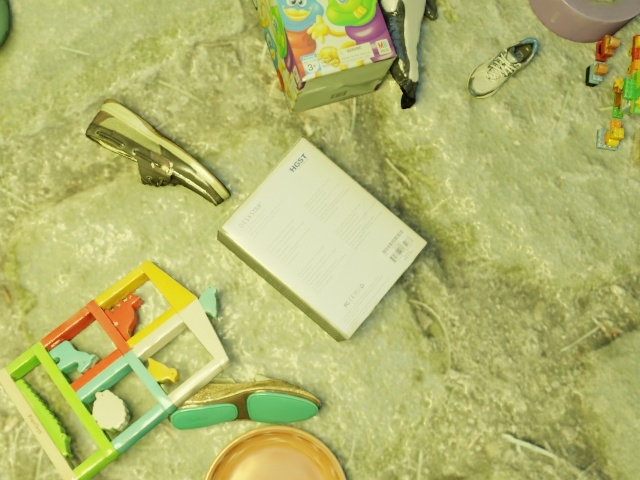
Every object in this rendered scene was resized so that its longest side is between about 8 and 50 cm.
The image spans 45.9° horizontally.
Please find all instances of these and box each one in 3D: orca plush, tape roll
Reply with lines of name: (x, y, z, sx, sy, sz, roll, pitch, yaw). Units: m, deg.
orca plush: (0.105, -0.343, 1.160, 0.151, 0.102, 0.287, -8, 92, -54)
tape roll: (0.432, -0.419, 1.205, 0.189, 0.080, 0.188, 1, 81, -7)

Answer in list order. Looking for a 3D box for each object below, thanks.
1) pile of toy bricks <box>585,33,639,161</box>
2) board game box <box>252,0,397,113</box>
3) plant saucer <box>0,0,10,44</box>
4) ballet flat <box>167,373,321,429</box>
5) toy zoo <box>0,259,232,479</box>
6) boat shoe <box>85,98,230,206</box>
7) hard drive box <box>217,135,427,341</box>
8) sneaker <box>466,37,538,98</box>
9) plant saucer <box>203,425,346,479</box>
pile of toy bricks: (0.487, -0.236, 1.167, 0.118, 0.105, 0.212, 8, 79, -7)
board game box: (-0.013, -0.349, 1.096, 0.144, 0.142, 0.275, -18, 83, -11)
plant saucer: (-0.579, -0.328, 0.993, 0.318, 0.043, 0.317, 12, 54, -16)
ballet flat: (-0.104, 0.210, 1.024, 0.206, 0.073, 0.067, 0, 36, -8)
toy zoo: (-0.254, 0.155, 0.998, 0.293, 0.030, 0.192, -39, 67, -13)
boat shoe: (-0.230, -0.109, 1.060, 0.224, 0.080, 0.073, 37, 83, 5)
hard drive box: (0.000, 0.000, 1.064, 0.232, 0.089, 0.181, 41, 77, 0)
sneaker: (0.282, -0.273, 1.169, 0.135, 0.058, 0.052, -40, 88, -12)
plant saucer: (-0.062, 0.351, 1.021, 0.200, 0.037, 0.199, 2, 79, -9)
